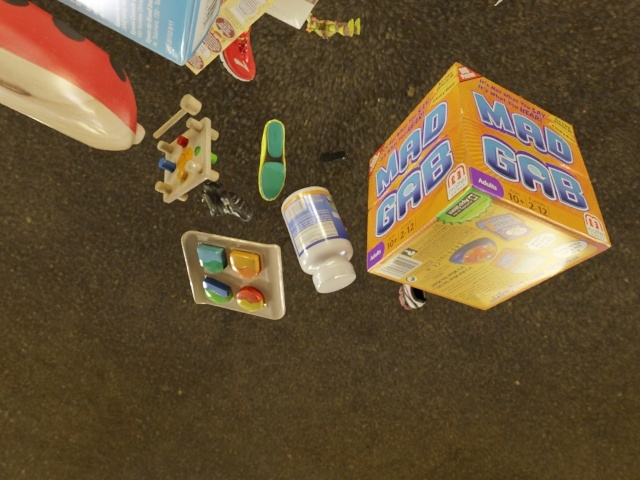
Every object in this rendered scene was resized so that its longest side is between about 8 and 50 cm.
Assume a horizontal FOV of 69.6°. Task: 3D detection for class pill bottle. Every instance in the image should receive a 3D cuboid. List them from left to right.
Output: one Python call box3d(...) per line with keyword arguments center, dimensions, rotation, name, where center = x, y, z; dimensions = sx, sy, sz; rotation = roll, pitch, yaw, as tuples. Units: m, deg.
box3d(center=(0.000, 0.000, 1.277), dimensions=(0.152, 0.272, 0.152), rotation=(-18, 156, -8), name="pill bottle")

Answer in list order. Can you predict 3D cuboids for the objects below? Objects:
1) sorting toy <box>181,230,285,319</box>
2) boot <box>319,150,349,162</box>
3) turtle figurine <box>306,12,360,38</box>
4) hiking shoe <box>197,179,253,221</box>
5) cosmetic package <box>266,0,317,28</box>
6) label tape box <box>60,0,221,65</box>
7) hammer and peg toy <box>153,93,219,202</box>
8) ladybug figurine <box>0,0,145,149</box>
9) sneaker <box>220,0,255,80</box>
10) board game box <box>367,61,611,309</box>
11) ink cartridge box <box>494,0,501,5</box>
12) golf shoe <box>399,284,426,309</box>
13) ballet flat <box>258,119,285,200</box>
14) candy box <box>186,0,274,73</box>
box3d(center=(-0.181, 0.079, 0.958), dimensions=(0.208, 0.038, 0.193), rotation=(7, 125, 13), name="sorting toy")
box3d(center=(0.063, -0.350, 1.955), dimensions=(0.121, 0.099, 0.045), rotation=(-10, 87, 11), name="boot")
box3d(center=(0.027, -0.809, 1.745), dimensions=(0.217, 0.269, 0.087), rotation=(15, 108, 23), name="turtle figurine")
box3d(center=(-0.350, -0.127, 1.709), dimensions=(0.226, 0.086, 0.114), rotation=(37, 120, 12), name="hiking shoe")
box3d(center=(-0.112, -0.930, 1.534), dimensions=(0.217, 0.385, 0.156), rotation=(18, 153, -23), name="cosmetic package")
box3d(center=(-0.236, -0.342, 0.374), dimensions=(0.347, 0.115, 0.249), rotation=(27, 150, -10), name="label tape box")
box3d(center=(-0.499, -0.339, 1.719), dimensions=(0.265, 0.362, 0.127), rotation=(-25, 150, 33), name="hammer and peg toy")
box3d(center=(-0.505, -0.305, 0.776), dimensions=(0.449, 0.305, 0.162), rotation=(27, 87, -37), name="ladybug figurine")
box3d(center=(-0.266, -0.655, 1.477), dimensions=(0.118, 0.107, 0.279), rotation=(9, 121, 48), name="sneaker")
box3d(center=(0.353, -0.102, 1.079), dimensions=(0.356, 0.357, 0.356), rotation=(19, 144, -19), name="board game box")
box3d(center=(0.499, -0.602, 0.977), dimensions=(0.056, 0.181, 0.225), rotation=(37, 84, -11), name="ink cartridge box")
box3d(center=(0.248, 0.092, 1.259), dimensions=(0.067, 0.086, 0.186), rotation=(-8, 78, -28), name="golf shoe")
box3d(center=(-0.142, -0.233, 1.344), dimensions=(0.077, 0.077, 0.231), rotation=(3, 96, -21), name="ballet flat")
box3d(center=(-0.257, -0.628, 1.307), dimensions=(0.316, 0.183, 0.087), rotation=(-26, 124, 31), name="candy box")
